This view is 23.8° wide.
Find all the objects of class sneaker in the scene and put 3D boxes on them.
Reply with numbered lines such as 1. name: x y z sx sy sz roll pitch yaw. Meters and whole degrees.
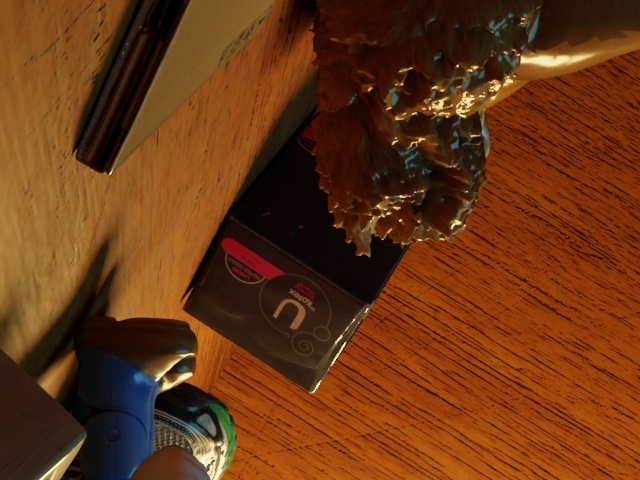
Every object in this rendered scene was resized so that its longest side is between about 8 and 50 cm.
1. sneaker: -0.172 0.238 1.219 0.343 0.134 0.146 -60 -170 34

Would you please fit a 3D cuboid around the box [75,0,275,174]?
1. box: -0.041 -0.137 0.748 0.164 0.021 0.201 -60 177 35

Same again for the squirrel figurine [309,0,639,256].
1. squirrel figurine: 0.113 -0.183 1.225 0.397 0.281 0.370 -42 -178 -24

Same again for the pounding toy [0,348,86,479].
1. pounding toy: -0.186 0.121 0.396 0.206 0.094 0.181 -42 172 -45

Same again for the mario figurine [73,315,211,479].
1. mario figurine: -0.106 0.218 1.020 0.198 0.170 0.320 20 71 -57

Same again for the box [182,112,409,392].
1. box: 0.000 0.000 1.581 0.143 0.165 0.270 -59 178 37
